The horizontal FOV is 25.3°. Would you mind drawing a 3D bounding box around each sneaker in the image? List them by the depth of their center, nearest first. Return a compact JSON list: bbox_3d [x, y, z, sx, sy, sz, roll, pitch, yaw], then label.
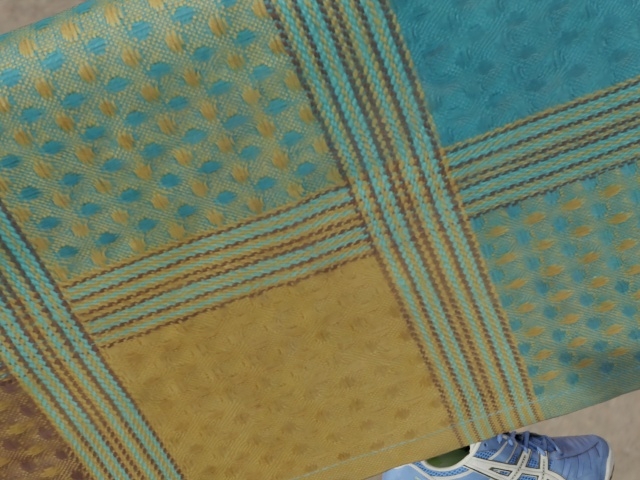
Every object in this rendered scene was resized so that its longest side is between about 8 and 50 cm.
[{"bbox_3d":[0.148,0.185,1.160,0.211,0.080,0.081,-9,114,-20],"label":"sneaker"}]

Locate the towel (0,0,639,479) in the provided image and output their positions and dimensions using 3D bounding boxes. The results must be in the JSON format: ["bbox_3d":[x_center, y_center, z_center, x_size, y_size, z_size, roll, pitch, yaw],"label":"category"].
[{"bbox_3d":[0.000,0.000,0.555,0.370,0.040,0.271,-19,131,3],"label":"towel"}]
